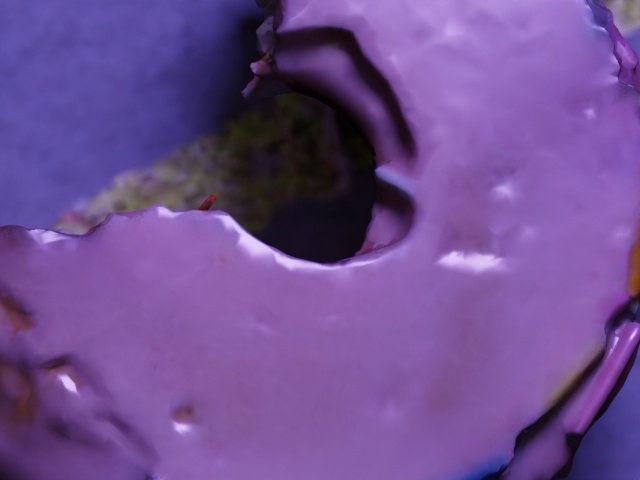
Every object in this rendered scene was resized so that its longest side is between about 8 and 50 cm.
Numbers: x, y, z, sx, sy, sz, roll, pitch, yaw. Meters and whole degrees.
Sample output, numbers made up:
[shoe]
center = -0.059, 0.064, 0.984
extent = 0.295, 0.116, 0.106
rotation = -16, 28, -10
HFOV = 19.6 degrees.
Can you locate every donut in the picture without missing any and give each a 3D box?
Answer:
[donut]
center = 0.000, 0.000, 0.551
extent = 0.199, 0.085, 0.233
rotation = 40, 78, 10
